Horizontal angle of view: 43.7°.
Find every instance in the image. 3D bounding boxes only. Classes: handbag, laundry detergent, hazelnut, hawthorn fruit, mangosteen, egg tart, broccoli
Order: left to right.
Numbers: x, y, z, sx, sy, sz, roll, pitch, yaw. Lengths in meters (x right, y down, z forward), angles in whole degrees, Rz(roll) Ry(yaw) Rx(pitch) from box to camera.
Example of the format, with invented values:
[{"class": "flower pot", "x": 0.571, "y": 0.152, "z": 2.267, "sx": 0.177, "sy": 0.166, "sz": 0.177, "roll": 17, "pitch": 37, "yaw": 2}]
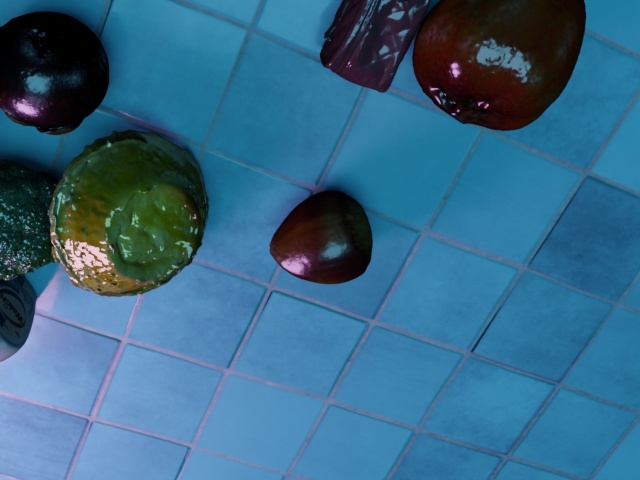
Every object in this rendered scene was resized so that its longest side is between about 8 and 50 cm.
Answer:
[{"class": "laundry detergent", "x": -0.672, "y": 0.147, "z": 1.568, "sx": 0.105, "sy": 0.280, "sz": 0.215, "roll": -27, "pitch": 117, "yaw": 12}, {"class": "broccoli", "x": -0.603, "y": -0.040, "z": 1.521, "sx": 0.270, "sy": 0.270, "sz": 0.270, "roll": 18, "pitch": 149, "yaw": -14}, {"class": "mangosteen", "x": -0.486, "y": -0.280, "z": 1.408, "sx": 0.211, "sy": 0.211, "sz": 0.250, "roll": 24, "pitch": 145, "yaw": -16}, {"class": "egg tart", "x": -0.339, "y": -0.035, "z": 1.503, "sx": 0.345, "sy": 0.132, "sz": 0.345, "roll": -17, "pitch": 120, "yaw": -32}, {"class": "hazelnut", "x": 0.000, "y": 0.000, "z": 1.592, "sx": 0.208, "sy": 0.208, "sz": 0.208, "roll": -2, "pitch": 119, "yaw": -3}, {"class": "handbag", "x": 0.092, "y": -0.385, "z": 1.407, "sx": 0.135, "sy": 0.146, "sz": 0.225, "roll": 19, "pitch": 118, "yaw": -17}, {"class": "hawthorn fruit", "x": 0.313, "y": -0.338, "z": 1.373, "sx": 0.295, "sy": 0.295, "sz": 0.311, "roll": 36, "pitch": 111, "yaw": -21}]
